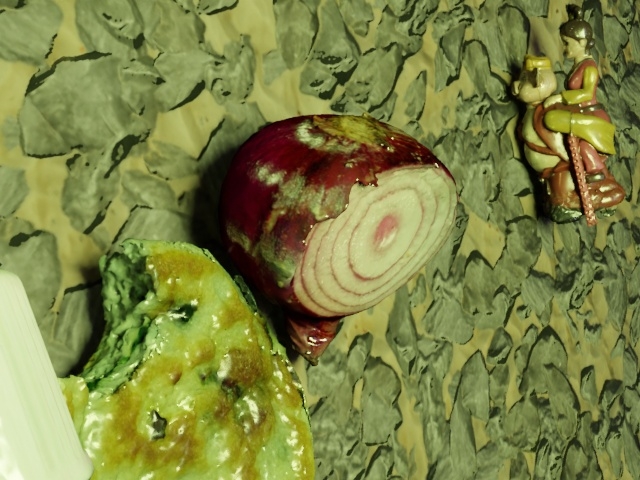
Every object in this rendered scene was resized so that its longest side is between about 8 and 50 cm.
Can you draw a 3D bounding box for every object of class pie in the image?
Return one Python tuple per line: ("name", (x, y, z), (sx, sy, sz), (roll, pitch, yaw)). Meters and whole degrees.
("pie", (-0.102, 0.154, 0.625), (0.303, 0.067, 0.302), (14, 72, -52))

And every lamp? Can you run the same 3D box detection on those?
("lamp", (0.291, -0.148, 1.069), (0.118, 0.118, 0.253), (-25, 104, -45))

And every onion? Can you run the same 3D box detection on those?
("onion", (0.000, 0.000, 0.734), (0.195, 0.140, 0.218), (-21, 137, -45))

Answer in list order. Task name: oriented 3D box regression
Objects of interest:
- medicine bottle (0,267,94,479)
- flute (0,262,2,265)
("medicine bottle", (-0.156, 0.217, 0.409), (0.243, 0.242, 0.395), (-14, 80, -47))
("flute", (-0.202, 0.130, 0.568), (0.027, 0.027, 0.232), (-7, 89, -47))
